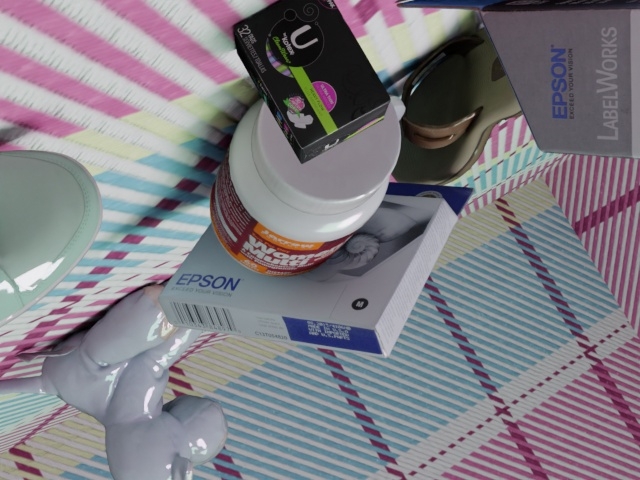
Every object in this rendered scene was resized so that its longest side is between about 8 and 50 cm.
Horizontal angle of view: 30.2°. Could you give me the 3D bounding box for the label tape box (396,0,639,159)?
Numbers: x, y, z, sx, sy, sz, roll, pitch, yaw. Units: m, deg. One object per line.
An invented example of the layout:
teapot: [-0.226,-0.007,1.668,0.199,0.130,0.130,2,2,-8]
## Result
label tape box: [0.259,-0.131,0.828,0.334,0.105,0.241,8,-159,39]

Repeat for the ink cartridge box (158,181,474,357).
ink cartridge box: [0.000,0.000,1.071,0.223,0.045,0.224,5,-136,28]

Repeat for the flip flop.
flip flop: [0.118,-0.128,1.058,0.080,0.112,0.277,0,165,-21]

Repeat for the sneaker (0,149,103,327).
sneaker: [-0.190,0.001,0.555,0.256,0.094,0.151,-22,177,-39]

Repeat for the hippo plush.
hippo plush: [-0.214,0.199,1.500,0.234,0.236,0.294,-34,173,38]

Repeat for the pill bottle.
pill bottle: [-0.015,-0.049,0.909,0.121,0.121,0.221,-28,174,-16]

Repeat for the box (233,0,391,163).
box: [-0.006,-0.098,0.706,0.062,0.083,0.052,-30,174,-5]

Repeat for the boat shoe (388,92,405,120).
boat shoe: [0.019,-0.098,1.066,0.049,0.040,0.142,-12,163,-44]
